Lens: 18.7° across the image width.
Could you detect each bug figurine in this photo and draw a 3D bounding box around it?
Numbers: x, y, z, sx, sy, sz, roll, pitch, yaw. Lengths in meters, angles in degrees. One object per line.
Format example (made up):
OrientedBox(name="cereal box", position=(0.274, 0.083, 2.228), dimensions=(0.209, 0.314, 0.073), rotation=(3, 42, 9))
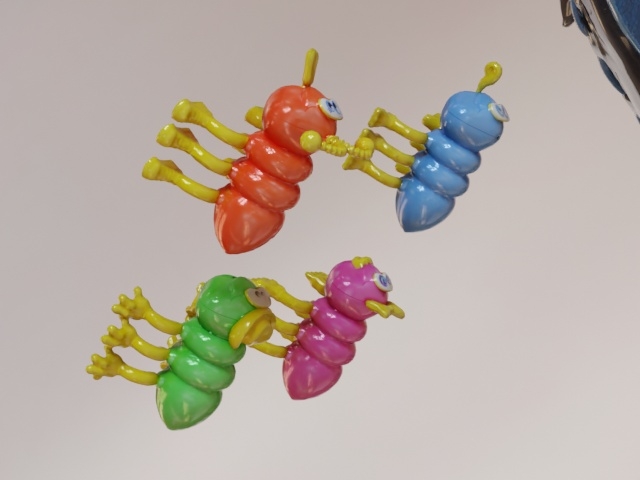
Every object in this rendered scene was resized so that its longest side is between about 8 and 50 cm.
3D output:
OrientedBox(name="bug figurine", position=(0.000, 0.000, 1.009), dimensions=(0.072, 0.216, 0.279), rotation=(38, 21, 22))

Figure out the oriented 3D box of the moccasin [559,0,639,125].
OrientedBox(name="moccasin", position=(0.180, -0.145, 1.126), dimensions=(0.117, 0.137, 0.342), rotation=(29, -25, 45))
